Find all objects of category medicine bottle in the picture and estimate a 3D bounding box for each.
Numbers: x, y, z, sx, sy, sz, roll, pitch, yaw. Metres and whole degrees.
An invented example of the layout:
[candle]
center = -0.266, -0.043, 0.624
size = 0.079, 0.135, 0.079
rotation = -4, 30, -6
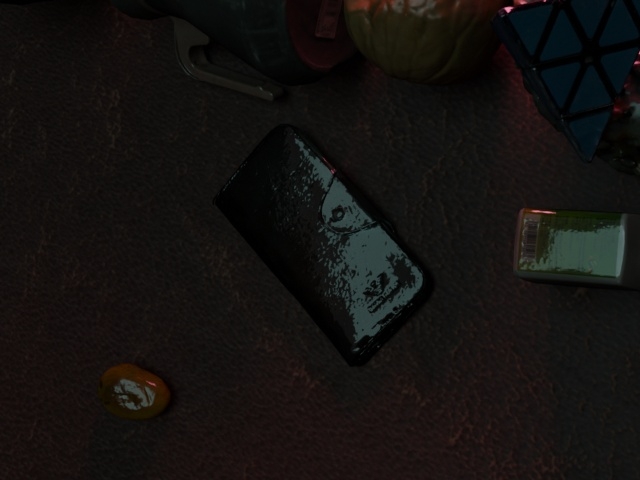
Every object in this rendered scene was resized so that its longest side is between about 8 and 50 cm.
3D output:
[medicine bottle]
center = 0.330, 0.013, 1.446
size = 0.189, 0.132, 0.088
rotation = 4, 86, 28

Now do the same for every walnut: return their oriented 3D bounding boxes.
[walnut]
center = 0.136, -0.299, 1.538
size = 0.228, 0.228, 0.227
rotation = -3, 84, 29

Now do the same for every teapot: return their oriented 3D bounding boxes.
[teapot]
center = -0.105, -0.336, 1.680
size = 0.344, 0.253, 0.300
rotation = 22, 128, 36

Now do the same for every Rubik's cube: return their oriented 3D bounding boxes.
[Rubik's cube]
center = 0.212, -0.217, 1.327
size = 0.190, 0.178, 0.211
rotation = 24, 96, 40

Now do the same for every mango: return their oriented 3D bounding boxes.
[mango]
center = -0.264, 0.215, 1.800
size = 0.114, 0.057, 0.078
rotation = 8, 85, 21

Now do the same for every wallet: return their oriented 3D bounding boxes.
[wallet]
center = 0.000, 0.000, 1.679
size = 0.172, 0.045, 0.318
rotation = -48, 67, 18

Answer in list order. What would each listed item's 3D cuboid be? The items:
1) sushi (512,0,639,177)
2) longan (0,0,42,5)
[sushi]
center = 0.393, -0.264, 1.411
size = 0.418, 0.176, 0.417
rotation = -2, 87, 31
[longan]
center = -0.428, -0.527, 1.776
size = 0.391, 0.391, 0.391
rotation = -3, 84, 29
